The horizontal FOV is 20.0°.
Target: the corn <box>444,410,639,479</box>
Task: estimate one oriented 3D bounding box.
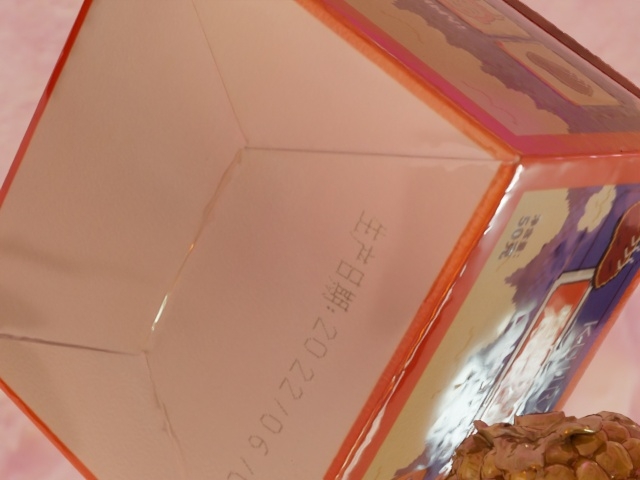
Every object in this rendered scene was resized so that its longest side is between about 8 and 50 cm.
[{"bbox_3d":[0.099,0.188,0.635,0.091,0.091,0.260,-6,82,-30],"label":"corn"}]

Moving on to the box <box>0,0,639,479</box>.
[{"bbox_3d":[0.000,0.000,1.143,0.257,0.318,0.348,-7,130,-53],"label":"box"}]
